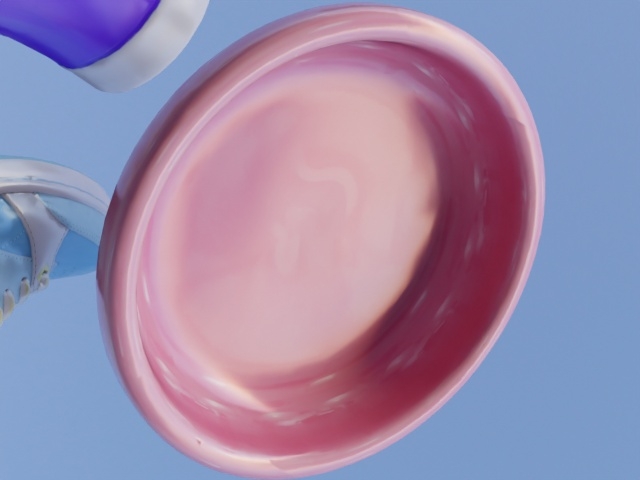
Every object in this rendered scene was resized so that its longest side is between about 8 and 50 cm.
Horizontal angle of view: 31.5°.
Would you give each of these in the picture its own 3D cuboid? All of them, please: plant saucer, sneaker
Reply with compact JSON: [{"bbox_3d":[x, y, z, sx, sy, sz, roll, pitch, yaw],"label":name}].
[{"bbox_3d":[0.000,0.000,0.771,0.332,0.332,0.084,-58,-142,4],"label":"plant saucer"},{"bbox_3d":[-0.231,0.055,0.708,0.127,0.319,0.208,-27,-105,29],"label":"sneaker"}]

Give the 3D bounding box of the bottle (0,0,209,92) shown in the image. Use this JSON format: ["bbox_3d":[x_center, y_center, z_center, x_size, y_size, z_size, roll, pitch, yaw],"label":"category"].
[{"bbox_3d":[-0.147,-0.140,0.321,0.092,0.283,0.118,-26,-130,28],"label":"bottle"}]
